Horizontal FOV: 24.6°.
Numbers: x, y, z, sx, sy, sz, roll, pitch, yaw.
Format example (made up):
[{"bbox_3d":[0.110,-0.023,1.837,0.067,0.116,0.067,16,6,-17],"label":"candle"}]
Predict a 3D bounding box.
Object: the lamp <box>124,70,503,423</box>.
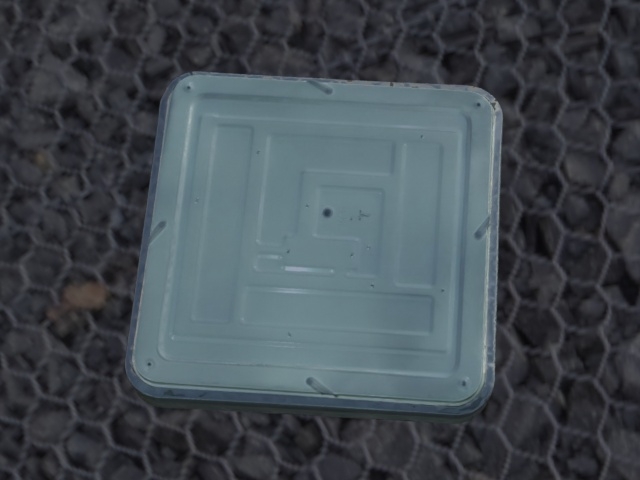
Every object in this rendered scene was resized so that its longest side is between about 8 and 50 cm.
[{"bbox_3d":[0.000,0.000,1.103,0.267,0.047,0.269,3,66,3],"label":"lamp"}]
